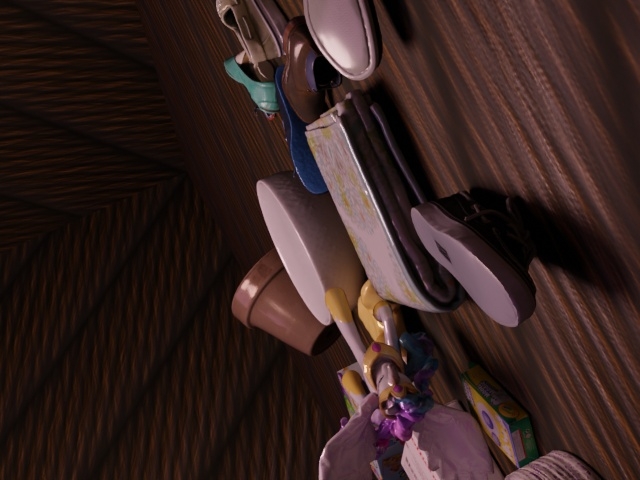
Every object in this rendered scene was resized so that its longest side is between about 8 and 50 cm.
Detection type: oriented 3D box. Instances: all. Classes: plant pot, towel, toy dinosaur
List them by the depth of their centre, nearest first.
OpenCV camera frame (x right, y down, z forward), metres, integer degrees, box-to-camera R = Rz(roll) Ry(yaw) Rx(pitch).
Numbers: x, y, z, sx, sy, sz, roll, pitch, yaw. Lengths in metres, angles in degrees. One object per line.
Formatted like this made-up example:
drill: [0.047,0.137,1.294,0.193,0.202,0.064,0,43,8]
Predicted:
towel: [0.100,-0.060,1.656,0.374,0.090,0.320,66,172,-5]
toy dinosaur: [-0.128,-0.320,2.293,0.082,0.047,0.090,60,-156,-19]
plant pot: [-0.054,0.163,2.495,0.229,0.263,0.263,40,159,22]

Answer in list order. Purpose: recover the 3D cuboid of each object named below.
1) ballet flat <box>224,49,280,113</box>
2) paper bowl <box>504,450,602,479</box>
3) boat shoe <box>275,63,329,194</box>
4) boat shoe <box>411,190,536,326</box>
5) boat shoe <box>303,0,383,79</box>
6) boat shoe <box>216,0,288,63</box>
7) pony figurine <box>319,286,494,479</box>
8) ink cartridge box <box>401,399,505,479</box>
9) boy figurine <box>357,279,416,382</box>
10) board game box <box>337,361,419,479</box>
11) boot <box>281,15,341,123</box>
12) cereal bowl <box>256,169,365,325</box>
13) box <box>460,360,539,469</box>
ballet flat: [-0.136,-0.363,2.125,0.247,0.083,0.087,53,139,46]
paper bowl: [0.356,0.462,1.443,0.284,0.148,0.284,61,169,20]
boat shoe: [-0.018,-0.210,1.882,0.089,0.109,0.258,96,164,-81]
boat shoe: [0.212,0.009,1.242,0.113,0.105,0.306,65,176,-18]
boat shoe: [0.021,-0.369,1.350,0.114,0.091,0.302,-12,104,43]
boat shoe: [-0.152,-0.455,1.919,0.302,0.094,0.109,56,165,37]
pony figurine: [0.113,0.286,1.713,0.363,0.303,0.350,-115,13,-64]
ink cartridge box: [0.258,0.457,1.944,0.198,0.115,0.273,59,168,24]
boy figurine: [0.131,0.159,1.953,0.177,0.092,0.285,53,163,47]
board game box: [0.152,0.398,2.223,0.142,0.144,0.275,52,162,49]
boot: [-0.015,-0.271,1.726,0.219,0.082,0.106,80,164,-45]
cereal bowl: [0.000,0.000,2.076,0.339,0.141,0.339,61,168,23]
box: [0.287,0.281,1.630,0.179,0.043,0.105,50,163,58]
